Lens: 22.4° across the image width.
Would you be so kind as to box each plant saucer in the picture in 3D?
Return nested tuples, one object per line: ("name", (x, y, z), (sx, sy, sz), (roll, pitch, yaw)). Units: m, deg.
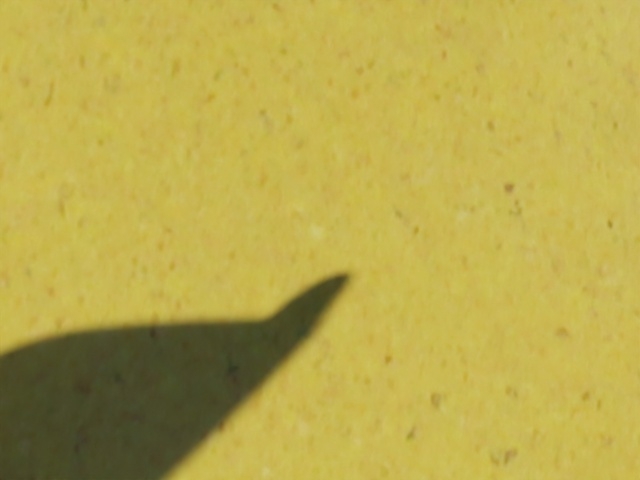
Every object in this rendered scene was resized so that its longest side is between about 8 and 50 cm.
("plant saucer", (0.000, 0.000, 0.361), (0.333, 0.081, 0.332), (15, 73, -17))
